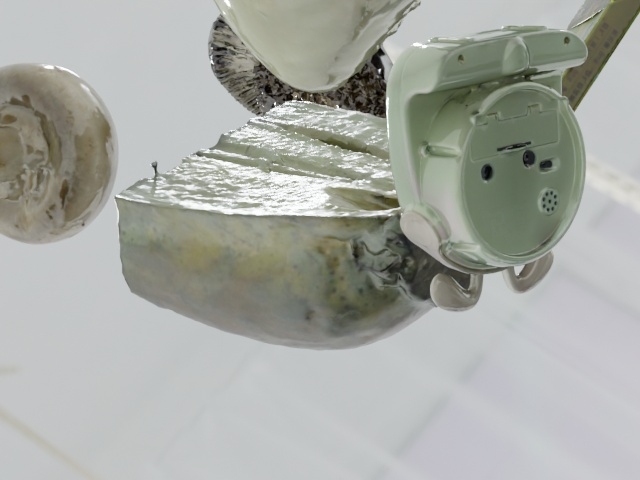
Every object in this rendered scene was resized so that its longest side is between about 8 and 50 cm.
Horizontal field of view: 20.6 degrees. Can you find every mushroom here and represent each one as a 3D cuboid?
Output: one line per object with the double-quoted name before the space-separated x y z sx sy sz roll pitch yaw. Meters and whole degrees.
"mushroom" -0.338 -0.096 1.954 0.215 0.207 0.207 -6 -56 -57

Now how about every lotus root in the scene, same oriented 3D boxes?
"lotus root" 0.017 -0.002 1.441 0.267 0.260 0.149 -36 -50 -51

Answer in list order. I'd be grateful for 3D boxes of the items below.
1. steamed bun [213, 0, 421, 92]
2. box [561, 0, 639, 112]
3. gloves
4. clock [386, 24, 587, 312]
"steamed bun" 0.038 -0.290 0.903 0.394 0.237 0.346 -50 9 3
"box" 0.224 -0.158 1.536 0.193 0.030 0.121 -57 6 -9
"gloves" 0.008 -0.181 1.978 0.135 0.312 0.210 -40 -45 -22
"clock" 0.120 -0.049 1.213 0.151 0.062 0.191 -14 -74 -38
